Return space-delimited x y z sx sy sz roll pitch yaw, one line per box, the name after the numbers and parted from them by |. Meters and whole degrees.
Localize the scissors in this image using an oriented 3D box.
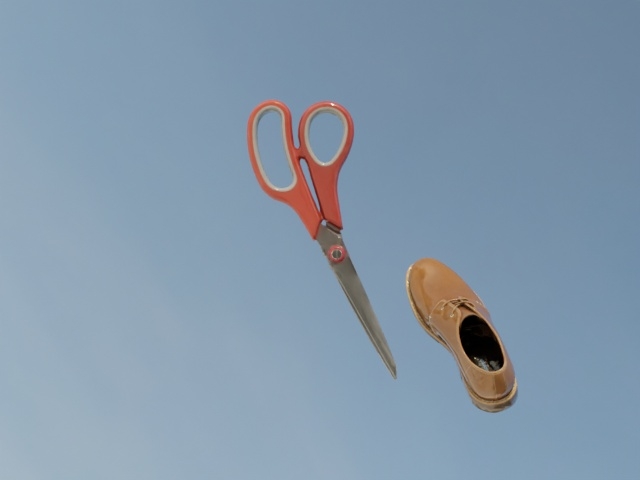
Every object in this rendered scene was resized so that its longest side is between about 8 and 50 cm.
0.000 0.000 1.233 0.021 0.109 0.297 89 -10 -86 | scissors

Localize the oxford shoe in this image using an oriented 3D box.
0.156 0.084 1.362 0.076 0.076 0.212 78 -15 -49 | oxford shoe
